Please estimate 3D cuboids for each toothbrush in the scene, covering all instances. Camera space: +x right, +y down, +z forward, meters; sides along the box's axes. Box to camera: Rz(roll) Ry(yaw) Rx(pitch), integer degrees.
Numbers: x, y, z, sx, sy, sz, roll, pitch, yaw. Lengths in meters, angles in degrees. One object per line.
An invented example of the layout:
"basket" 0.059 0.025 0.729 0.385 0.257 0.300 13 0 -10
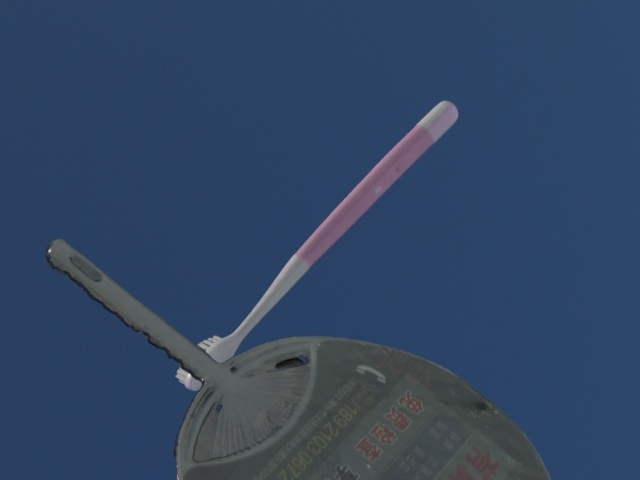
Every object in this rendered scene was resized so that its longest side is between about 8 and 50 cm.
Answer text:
"toothbrush" 0.000 0.000 1.279 0.286 0.025 0.020 -46 -57 -17

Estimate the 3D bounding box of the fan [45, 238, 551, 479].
"fan" -0.013 0.121 0.897 0.294 0.012 0.223 19 -137 -12
